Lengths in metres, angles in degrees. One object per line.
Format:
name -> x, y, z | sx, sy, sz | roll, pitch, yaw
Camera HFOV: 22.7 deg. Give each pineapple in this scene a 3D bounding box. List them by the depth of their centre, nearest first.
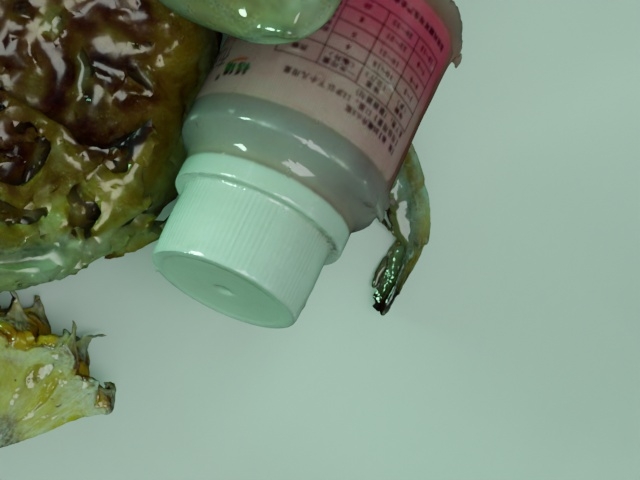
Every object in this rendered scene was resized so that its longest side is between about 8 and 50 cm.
pineapple -> -0.206, 0.097, 1.073 | 0.137, 0.069, 0.116 | 31, 89, -22

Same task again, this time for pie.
pie -> -0.200, -0.098, 1.027 | 0.308, 0.085, 0.308 | -3, 98, -24

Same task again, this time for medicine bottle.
medicine bottle -> -0.012, -0.073, 1.031 | 0.147, 0.147, 0.247 | 33, 68, -20

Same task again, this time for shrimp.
shrimp -> -0.001, 0.000, 1.135 | 0.195, 0.035, 0.148 | -31, 112, -18

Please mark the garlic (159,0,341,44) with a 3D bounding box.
garlic -> -0.063, -0.246, 0.990 | 0.143, 0.112, 0.318 | -21, 72, 23
